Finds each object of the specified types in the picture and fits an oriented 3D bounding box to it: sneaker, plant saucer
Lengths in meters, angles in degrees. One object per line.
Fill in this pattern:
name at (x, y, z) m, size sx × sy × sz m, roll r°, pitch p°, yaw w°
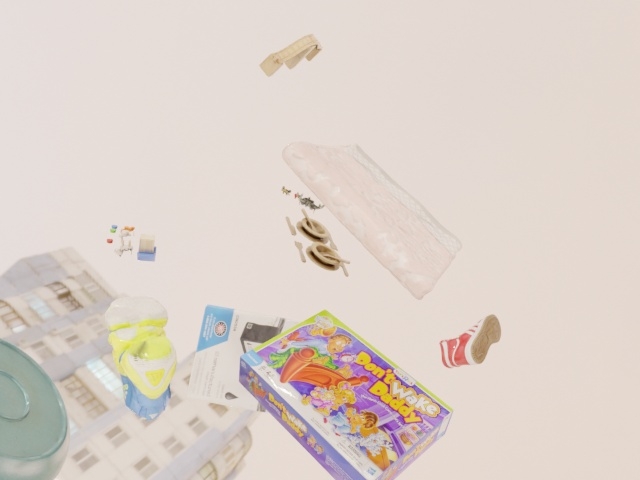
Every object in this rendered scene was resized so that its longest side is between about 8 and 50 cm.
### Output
sneaker at (-0.268, 0.173, 0.828) m, size 0.240 × 0.091 × 0.126 m, roll -139°, pitch -127°, yaw -63°
plant saucer at (-0.522, 0.256, 0.906) m, size 0.044 × 0.317 × 0.317 m, roll -40°, pitch -97°, yaw 3°
sneaker at (0.215, 0.146, 0.818) m, size 0.067 × 0.118 × 0.042 m, roll -25°, pitch -87°, yaw 41°

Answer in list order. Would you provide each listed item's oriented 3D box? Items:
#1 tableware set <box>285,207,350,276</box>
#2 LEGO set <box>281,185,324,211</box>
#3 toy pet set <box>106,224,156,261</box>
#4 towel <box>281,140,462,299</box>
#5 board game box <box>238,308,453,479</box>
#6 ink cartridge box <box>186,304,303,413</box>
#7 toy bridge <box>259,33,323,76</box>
tableware set at (0.000, 0.000, 1.298) m, size 0.128 × 0.194 × 0.039 m, roll 19°, pitch -64°, yaw -27°
LEGO set at (-0.031, -0.067, 0.965) m, size 0.083 × 0.054 × 0.023 m, roll 19°, pitch -97°, yaw 37°
toy pet set at (-0.464, 0.015, 1.393) m, size 0.114 × 0.122 × 0.065 m, roll 5°, pitch -72°, yaw -14°
towel at (0.111, -0.059, 1.037) m, size 0.332 × 0.317 × 0.053 m, roll 46°, pitch -66°, yaw 10°
board game box at (0.041, 0.298, 1.086) m, size 0.347 × 0.233 × 0.078 m, roll 34°, pitch -48°, yaw 33°
ink cartridge box at (-0.138, 0.290, 1.358) m, size 0.308 × 0.129 × 0.223 m, roll 10°, pitch -100°, yaw 1°
toy bridge at (-0.036, -0.315, 0.942) m, size 0.063 × 0.188 × 0.026 m, roll -35°, pitch -82°, yaw 32°
